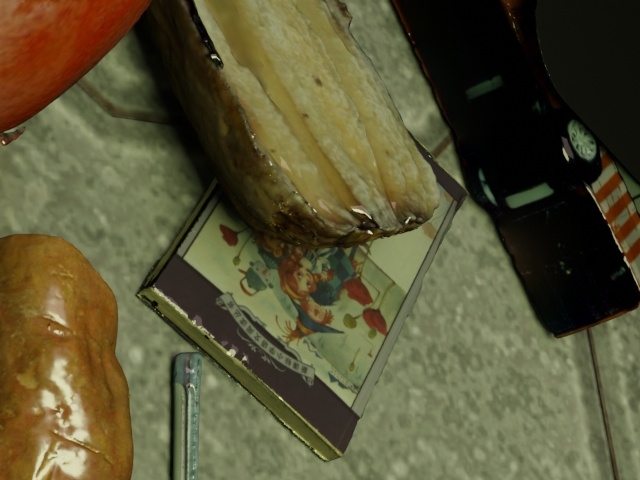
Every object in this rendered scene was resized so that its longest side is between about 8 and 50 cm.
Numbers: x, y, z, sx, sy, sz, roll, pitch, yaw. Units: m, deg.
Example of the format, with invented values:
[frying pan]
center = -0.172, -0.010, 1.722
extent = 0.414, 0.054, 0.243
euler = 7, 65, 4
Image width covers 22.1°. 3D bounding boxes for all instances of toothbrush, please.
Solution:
[toothbrush]
center = -0.072, 0.166, 0.888
extent = 0.019, 0.016, 0.220
euler = 15, 63, -36

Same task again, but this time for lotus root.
[lotus root]
center = -0.055, -0.126, 0.978
extent = 0.167, 0.078, 0.329
euler = 4, 54, -53

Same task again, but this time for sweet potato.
[sweet potato]
center = -0.138, 0.123, 0.806
extent = 0.097, 0.097, 0.252
euler = 6, 72, -37

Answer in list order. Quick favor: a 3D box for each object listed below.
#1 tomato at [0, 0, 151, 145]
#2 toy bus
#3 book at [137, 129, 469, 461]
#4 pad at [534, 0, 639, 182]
[tomato]
center = -0.151, -0.223, 0.747
extent = 0.338, 0.143, 0.338
euler = 27, 55, -49
[toy bus]
center = 0.117, -0.136, 1.120
extent = 0.092, 0.093, 0.409
euler = -22, 87, -50
[book]
center = 0.001, 0.000, 1.011
extent = 0.157, 0.026, 0.231
euler = 42, 51, -17
[pad]
center = 0.184, -0.216, 1.177
extent = 0.315, 0.063, 0.375
euler = 41, 45, -40
